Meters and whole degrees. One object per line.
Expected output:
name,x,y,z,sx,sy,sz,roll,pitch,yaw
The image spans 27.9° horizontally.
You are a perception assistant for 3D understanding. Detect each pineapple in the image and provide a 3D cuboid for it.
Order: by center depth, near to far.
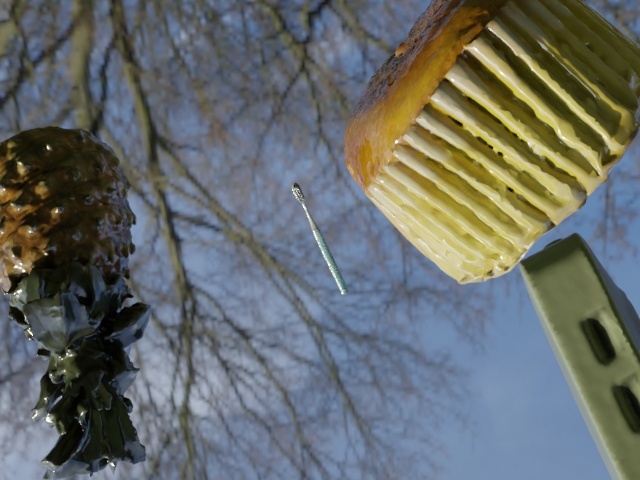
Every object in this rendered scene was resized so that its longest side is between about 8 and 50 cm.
pineapple,-0.221,0.052,1.105,0.141,0.170,0.310,-14,-115,2

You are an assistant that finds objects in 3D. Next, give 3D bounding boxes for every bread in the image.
bread,0.100,-0.079,0.779,0.133,0.179,0.250,37,-169,-3

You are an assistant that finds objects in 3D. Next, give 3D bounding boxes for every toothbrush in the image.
toothbrush,0.000,0.000,1.637,0.011,0.167,0.014,-23,-159,6

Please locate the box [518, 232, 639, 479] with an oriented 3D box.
box,0.317,0.207,1.241,0.090,0.367,0.373,-24,-118,7
